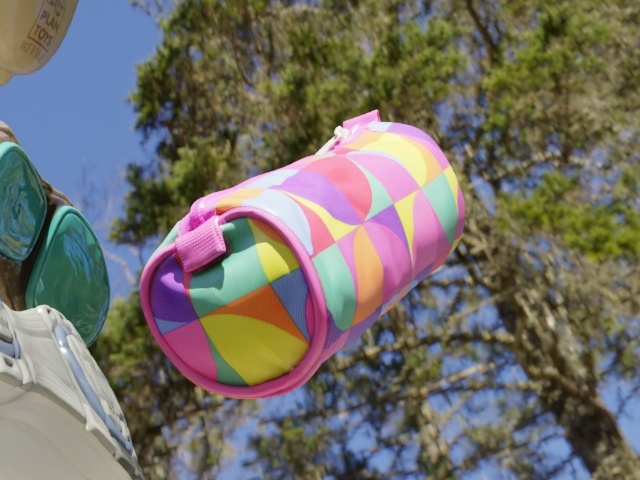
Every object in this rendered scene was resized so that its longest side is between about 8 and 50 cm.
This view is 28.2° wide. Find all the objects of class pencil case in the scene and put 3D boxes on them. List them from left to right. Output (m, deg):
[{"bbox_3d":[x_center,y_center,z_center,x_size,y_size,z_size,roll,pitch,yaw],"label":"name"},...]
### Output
[{"bbox_3d":[0.000,0.000,0.665,0.104,0.236,0.104,6,-73,19],"label":"pencil case"}]

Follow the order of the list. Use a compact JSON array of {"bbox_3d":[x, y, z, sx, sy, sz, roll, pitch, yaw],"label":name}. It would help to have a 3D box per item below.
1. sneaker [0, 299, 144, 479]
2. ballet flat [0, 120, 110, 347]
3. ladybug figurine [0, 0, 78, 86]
[{"bbox_3d":[-0.192,0.094,0.691,0.129,0.111,0.297,-33,-32,1],"label":"sneaker"},{"bbox_3d":[-0.261,-0.004,1.001,0.124,0.116,0.342,17,-17,11],"label":"ballet flat"},{"bbox_3d":[-0.309,-0.365,1.172,0.162,0.449,0.305,3,-7,6],"label":"ladybug figurine"}]
